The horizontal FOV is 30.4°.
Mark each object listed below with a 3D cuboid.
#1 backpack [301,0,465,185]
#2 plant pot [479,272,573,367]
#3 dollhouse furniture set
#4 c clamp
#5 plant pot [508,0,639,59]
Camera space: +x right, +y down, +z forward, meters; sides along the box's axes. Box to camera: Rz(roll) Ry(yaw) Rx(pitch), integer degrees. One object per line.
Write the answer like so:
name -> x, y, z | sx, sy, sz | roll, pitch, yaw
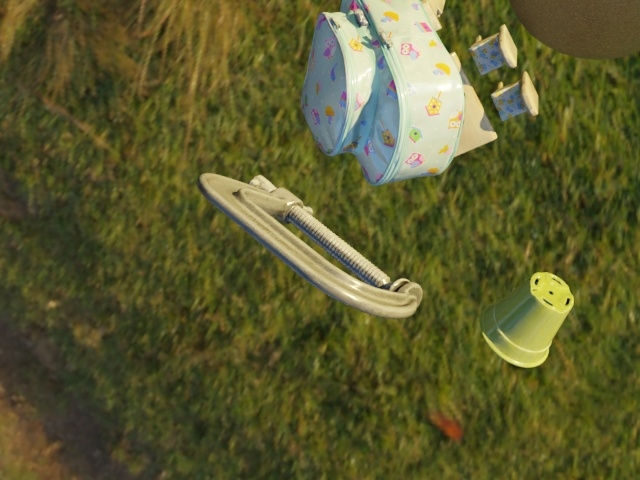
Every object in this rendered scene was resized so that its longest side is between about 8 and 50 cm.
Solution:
backpack -> 0.066, -0.153, 1.233 | 0.144, 0.188, 0.166 | -12, 141, -26
plant pot -> 0.219, 0.075, 1.216 | 0.083, 0.083, 0.079 | 28, 133, -3
dollhouse furniture set -> 0.156, -0.221, 1.609 | 0.212, 0.161, 0.242 | -23, 110, 20
c clamp -> 0.000, 0.000, 0.652 | 0.137, 0.161, 0.022 | 21, 105, -49
plant pot -> 0.188, -0.230, 0.718 | 0.237, 0.237, 0.254 | 13, 157, 10
